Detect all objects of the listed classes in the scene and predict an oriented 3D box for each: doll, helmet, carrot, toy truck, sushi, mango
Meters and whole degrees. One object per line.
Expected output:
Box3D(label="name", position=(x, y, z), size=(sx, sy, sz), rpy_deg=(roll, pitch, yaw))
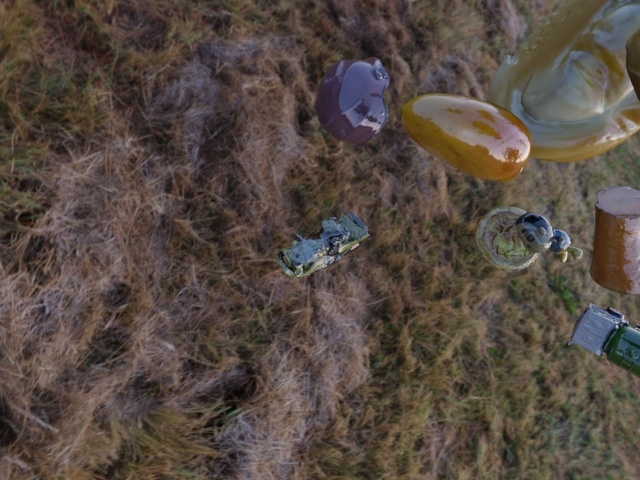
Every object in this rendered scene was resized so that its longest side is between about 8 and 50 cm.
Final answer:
Box3D(label="doll", position=(0.523, -0.001, 1.239), size=(0.179, 0.102, 0.089), rpy_deg=(34, 71, -7))
Box3D(label="helmet", position=(0.090, -0.503, 1.858), size=(0.197, 0.271, 0.338), rpy_deg=(6, 76, -34))
Box3D(label="carrot", position=(0.846, -0.005, 1.454), size=(0.196, 0.196, 0.254), rpy_deg=(-49, 136, -41))
Box3D(label="toy truck", position=(0.618, 0.217, 1.033), size=(0.242, 0.101, 0.125), rpy_deg=(29, 15, 30))
Box3D(label="sushi", position=(-0.001, 0.004, 1.548), size=(0.291, 0.131, 0.139), rpy_deg=(-30, 66, -21))
Box3D(label="mango", position=(0.253, -0.190, 0.933), size=(0.252, 0.126, 0.154), rpy_deg=(17, 20, -18))

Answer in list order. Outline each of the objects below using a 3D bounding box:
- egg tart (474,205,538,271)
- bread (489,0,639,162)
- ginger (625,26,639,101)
Box3D(label="egg tart", position=(0.668, -0.001, 1.893), size=(0.241, 0.106, 0.241), rpy_deg=(-2, 74, 9))
Box3D(label="bread", position=(0.543, -0.360, 1.085), size=(0.329, 0.424, 0.245), rpy_deg=(52, 25, 17))
Box3D(label="ginger", position=(0.541, -0.104, 0.627), size=(0.348, 0.122, 0.363), rpy_deg=(30, 8, -45))
